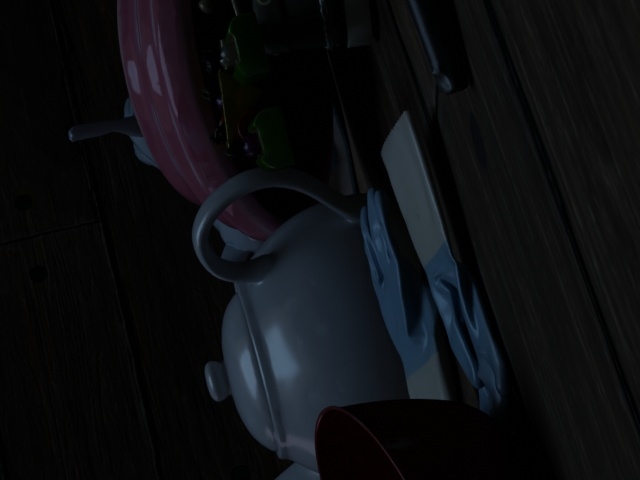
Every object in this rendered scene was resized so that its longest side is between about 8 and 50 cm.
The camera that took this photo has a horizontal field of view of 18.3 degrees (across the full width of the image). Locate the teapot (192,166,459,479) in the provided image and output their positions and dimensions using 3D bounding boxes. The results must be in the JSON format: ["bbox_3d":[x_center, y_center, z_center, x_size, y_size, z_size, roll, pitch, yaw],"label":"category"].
[{"bbox_3d":[-0.003,0.086,1.608,0.252,0.187,0.256,99,157,-77],"label":"teapot"}]

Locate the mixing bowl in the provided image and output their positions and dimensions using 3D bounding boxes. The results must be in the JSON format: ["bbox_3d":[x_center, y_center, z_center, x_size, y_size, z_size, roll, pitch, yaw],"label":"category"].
[{"bbox_3d":[0.082,0.172,1.274,0.181,0.098,0.181,54,157,35],"label":"mixing bowl"}]

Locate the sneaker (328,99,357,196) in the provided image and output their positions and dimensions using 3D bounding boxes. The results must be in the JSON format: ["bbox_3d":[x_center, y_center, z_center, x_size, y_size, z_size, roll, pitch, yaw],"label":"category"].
[{"bbox_3d":[-0.019,-0.071,1.903,0.087,0.092,0.228,-122,20,-80],"label":"sneaker"}]

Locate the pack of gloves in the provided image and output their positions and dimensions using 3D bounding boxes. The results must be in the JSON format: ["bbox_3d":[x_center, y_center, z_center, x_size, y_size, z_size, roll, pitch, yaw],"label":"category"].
[{"bbox_3d":[0.091,0.045,1.381,0.195,0.046,0.232,121,133,-67],"label":"pack of gloves"}]

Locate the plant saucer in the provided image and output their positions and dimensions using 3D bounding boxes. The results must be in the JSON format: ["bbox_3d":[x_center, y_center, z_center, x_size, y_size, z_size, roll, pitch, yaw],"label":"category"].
[{"bbox_3d":[-0.084,-0.160,1.704,0.332,0.084,0.332,-9,-90,-71],"label":"plant saucer"}]

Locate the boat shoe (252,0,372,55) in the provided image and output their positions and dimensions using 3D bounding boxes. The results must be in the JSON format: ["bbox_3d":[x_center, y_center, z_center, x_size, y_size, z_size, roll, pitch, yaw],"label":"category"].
[{"bbox_3d":[-0.036,-0.254,1.575,0.305,0.091,0.109,-109,7,-46],"label":"boat shoe"}]

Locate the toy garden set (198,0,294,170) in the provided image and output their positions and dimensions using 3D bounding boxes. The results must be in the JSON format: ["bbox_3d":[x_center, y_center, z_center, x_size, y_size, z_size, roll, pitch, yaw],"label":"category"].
[{"bbox_3d":[-0.079,-0.166,1.466,0.204,0.049,0.244,-168,63,-86],"label":"toy garden set"}]

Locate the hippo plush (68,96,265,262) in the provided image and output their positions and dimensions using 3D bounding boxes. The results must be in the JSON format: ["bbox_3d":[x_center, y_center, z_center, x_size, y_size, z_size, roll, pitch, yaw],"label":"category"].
[{"bbox_3d":[-0.084,-0.112,2.219,0.236,0.234,0.294,45,-173,7],"label":"hippo plush"}]

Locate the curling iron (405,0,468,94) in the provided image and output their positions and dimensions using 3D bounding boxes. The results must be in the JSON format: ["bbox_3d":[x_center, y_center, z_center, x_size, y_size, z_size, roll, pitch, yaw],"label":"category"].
[{"bbox_3d":[0.038,-0.217,1.153,0.068,0.035,0.274,-163,59,-85],"label":"curling iron"}]
